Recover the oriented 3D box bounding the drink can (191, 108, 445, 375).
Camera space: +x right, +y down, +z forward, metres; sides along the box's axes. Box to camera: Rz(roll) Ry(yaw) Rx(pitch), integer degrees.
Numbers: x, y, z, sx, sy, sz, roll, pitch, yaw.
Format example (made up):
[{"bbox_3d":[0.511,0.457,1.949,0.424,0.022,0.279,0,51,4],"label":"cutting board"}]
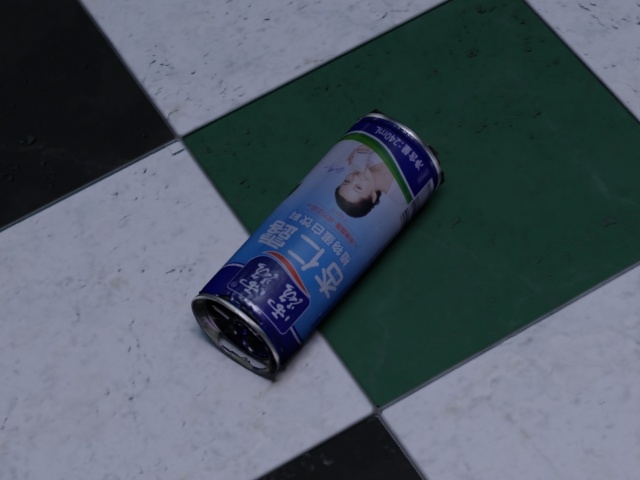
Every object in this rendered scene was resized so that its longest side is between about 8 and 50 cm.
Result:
[{"bbox_3d":[0.000,0.000,1.585,0.097,0.097,0.235,30,64,26],"label":"drink can"}]
